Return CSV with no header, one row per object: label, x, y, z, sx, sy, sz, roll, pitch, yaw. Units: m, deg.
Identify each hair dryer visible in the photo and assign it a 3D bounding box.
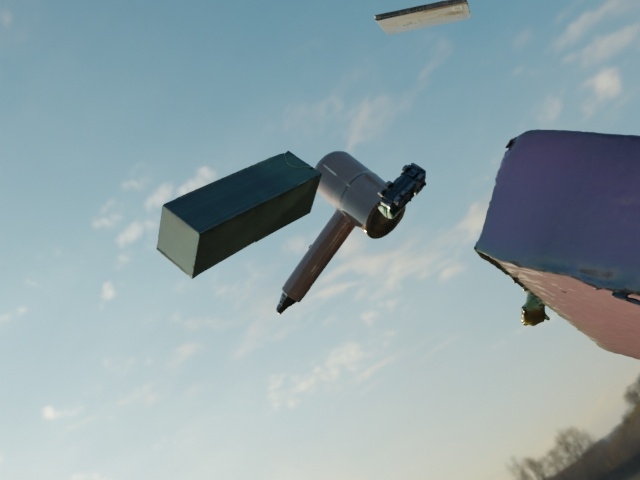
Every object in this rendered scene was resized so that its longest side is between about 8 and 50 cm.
hair dryer,0.000,0.000,1.427,0.344,0.189,0.107,-54,-35,8

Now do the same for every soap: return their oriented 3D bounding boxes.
soap,0.226,0.029,0.416,0.259,0.181,0.081,28,-100,-50

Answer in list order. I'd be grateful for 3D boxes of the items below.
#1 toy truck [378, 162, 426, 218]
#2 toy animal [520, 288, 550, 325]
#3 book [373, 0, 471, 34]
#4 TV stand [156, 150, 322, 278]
toy truck,0.120,-0.071,1.050,0.083,0.039,0.044,-45,-32,-20
toy animal,0.385,0.078,1.086,0.181,0.136,0.073,2,-68,3
book,0.208,-0.446,1.429,0.181,0.014,0.127,-6,0,17
TV stand,-0.117,-0.047,1.084,0.269,0.083,0.088,-30,-33,-44
